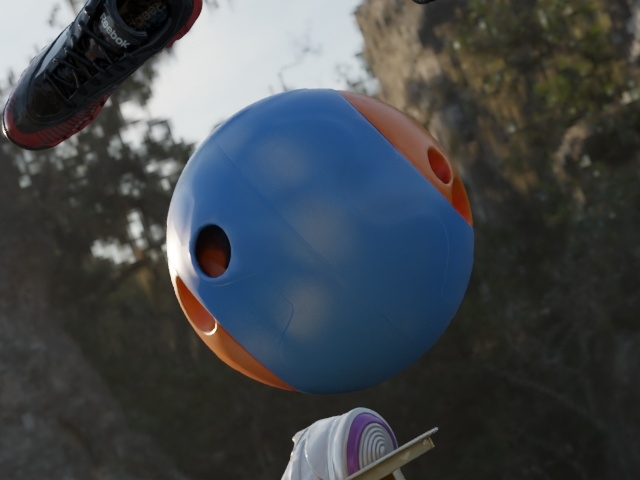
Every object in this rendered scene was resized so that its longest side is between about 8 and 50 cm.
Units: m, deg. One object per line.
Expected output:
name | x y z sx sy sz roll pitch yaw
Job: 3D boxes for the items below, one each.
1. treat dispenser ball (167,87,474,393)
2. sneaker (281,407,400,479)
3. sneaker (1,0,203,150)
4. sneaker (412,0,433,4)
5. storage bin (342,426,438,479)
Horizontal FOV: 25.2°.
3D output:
treat dispenser ball | 0.000 0.000 1.345 0.288 0.288 0.288 -20 -2 -1
sneaker | 0.008 0.339 1.558 0.114 0.305 0.152 26 -27 -38
sneaker | -0.246 -0.206 1.570 0.276 0.097 0.135 -42 3 -1
sneaker | 0.115 -0.294 1.033 0.106 0.162 0.281 -37 2 -33
storage bin | 0.050 0.288 0.934 0.123 0.262 0.260 -35 -10 31
